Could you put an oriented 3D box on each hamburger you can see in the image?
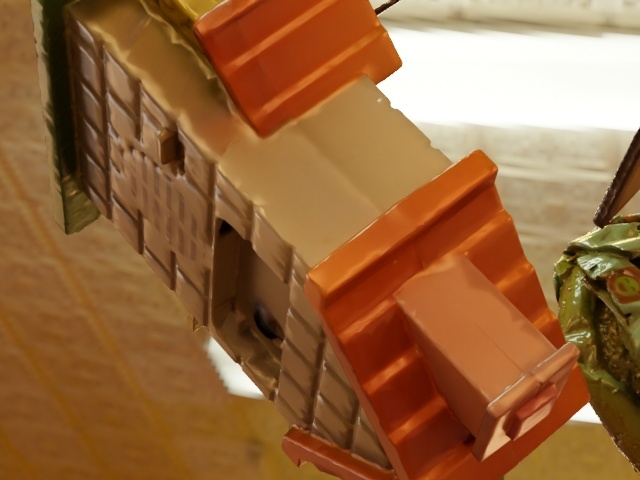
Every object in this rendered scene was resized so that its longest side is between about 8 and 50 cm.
[{"bbox_3d":[0.256,0.096,1.446,0.125,0.235,0.214,-32,-61,32],"label":"hamburger"}]

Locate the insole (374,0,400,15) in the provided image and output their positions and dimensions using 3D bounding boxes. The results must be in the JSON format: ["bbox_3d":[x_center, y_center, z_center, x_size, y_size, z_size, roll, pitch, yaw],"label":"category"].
[{"bbox_3d":[0.140,-0.209,1.180,0.328,0.111,0.007,-30,-86,35],"label":"insole"}]

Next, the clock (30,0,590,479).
[{"bbox_3d":[0.000,0.000,0.814,0.255,0.106,0.220,47,-22,17],"label":"clock"}]

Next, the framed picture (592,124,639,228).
[{"bbox_3d":[0.258,-0.159,1.040,0.013,0.244,0.324,39,-26,13],"label":"framed picture"}]
